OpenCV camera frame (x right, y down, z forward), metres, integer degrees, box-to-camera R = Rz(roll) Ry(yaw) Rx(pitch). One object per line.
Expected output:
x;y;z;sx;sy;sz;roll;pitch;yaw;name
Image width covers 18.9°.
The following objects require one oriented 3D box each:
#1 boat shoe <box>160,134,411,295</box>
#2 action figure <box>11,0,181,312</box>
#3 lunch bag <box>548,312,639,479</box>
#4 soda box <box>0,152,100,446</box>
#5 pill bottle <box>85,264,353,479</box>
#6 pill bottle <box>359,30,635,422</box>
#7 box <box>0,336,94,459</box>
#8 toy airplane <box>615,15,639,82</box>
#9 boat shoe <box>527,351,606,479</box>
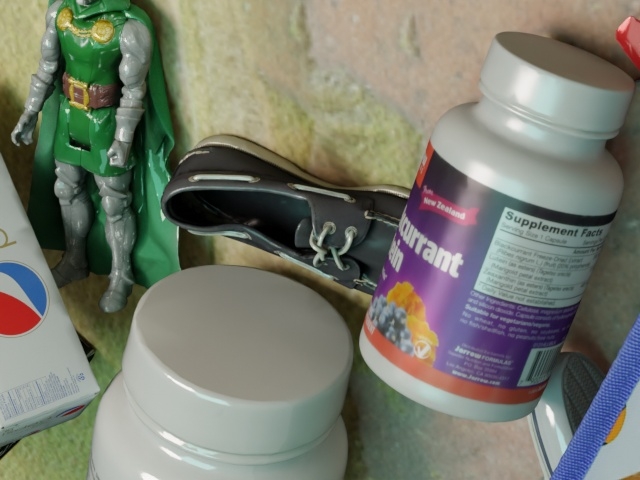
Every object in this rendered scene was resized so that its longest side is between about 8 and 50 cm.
0.000;0.000;1.140;0.206;0.065;0.075;22;123;16;boat shoe
-0.140;-0.071;1.185;0.137;0.063;0.232;17;121;24;action figure
0.321;0.081;0.869;0.328;0.239;0.385;40;136;23;lunch bag
-0.216;0.017;1.211;0.216;0.069;0.074;66;157;10;soda box
-0.071;0.166;1.217;0.160;0.160;0.283;24;127;16;pill bottle
0.099;-0.009;1.038;0.108;0.108;0.193;25;111;15;pill bottle
-0.345;0.052;1.245;0.322;0.257;0.079;40;129;2;box
0.214;-0.109;0.978;0.151;0.028;0.151;14;122;23;toy airplane
0.157;0.171;1.140;0.076;0.083;0.226;-12;112;33;boat shoe
